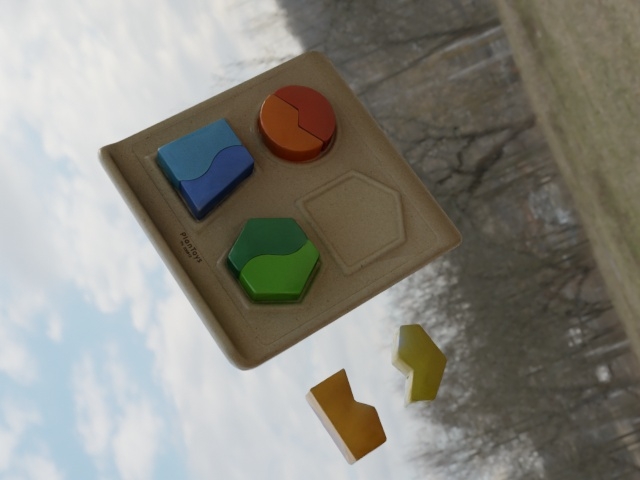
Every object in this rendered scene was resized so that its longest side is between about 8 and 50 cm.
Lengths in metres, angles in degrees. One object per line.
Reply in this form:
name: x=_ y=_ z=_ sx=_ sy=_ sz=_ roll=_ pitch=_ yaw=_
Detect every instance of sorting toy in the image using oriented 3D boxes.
sorting toy: x=0.000 y=0.000 z=0.737 sx=0.307 sy=0.229 sz=0.041 roll=55 pitch=154 yaw=15
